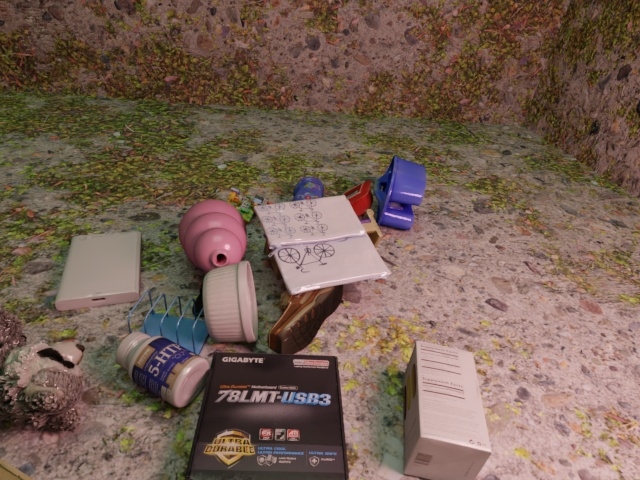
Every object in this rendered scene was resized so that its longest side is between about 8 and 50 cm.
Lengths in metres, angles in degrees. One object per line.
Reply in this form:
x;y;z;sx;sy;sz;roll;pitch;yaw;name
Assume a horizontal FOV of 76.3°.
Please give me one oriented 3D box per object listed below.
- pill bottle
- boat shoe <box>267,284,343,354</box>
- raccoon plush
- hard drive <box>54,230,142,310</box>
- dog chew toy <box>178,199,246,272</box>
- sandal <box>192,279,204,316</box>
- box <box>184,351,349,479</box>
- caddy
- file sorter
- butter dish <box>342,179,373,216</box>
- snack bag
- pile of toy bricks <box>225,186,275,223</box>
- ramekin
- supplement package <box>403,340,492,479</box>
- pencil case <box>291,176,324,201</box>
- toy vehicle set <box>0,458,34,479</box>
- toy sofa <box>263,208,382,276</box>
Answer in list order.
-0.354;0.277;0.904;0.187;0.112;0.112;20;36;19;pill bottle
-0.052;0.188;1.104;0.120;0.122;0.324;17;26;23;boat shoe
-0.674;0.336;0.767;0.299;0.216;0.446;39;73;19;raccoon plush
-0.644;0.078;1.212;0.203;0.040;0.307;-6;36;-19;hard drive
-0.309;-0.001;1.200;0.207;0.206;0.332;-5;19;-18;dog chew toy
-0.319;0.144;1.172;0.067;0.040;0.179;7;34;0;sandal
-0.101;0.370;0.854;0.296;0.073;0.293;5;35;-5;box
0.296;-0.193;1.617;0.179;0.241;0.341;15;34;3;caddy
-0.371;0.204;1.016;0.170;0.104;0.118;9;34;3;file sorter
0.154;-0.146;1.639;0.160;0.118;0.160;-27;20;27;butter dish
0.000;0.000;1.190;0.323;0.037;0.342;-8;50;-22;snack bag
-0.270;-0.111;1.530;0.212;0.118;0.105;22;74;4;pile of toy bricks
-0.225;0.159;1.031;0.109;0.207;0.207;-7;35;-5;ramekin
0.257;0.360;0.873;0.134;0.139;0.244;11;33;4;supplement package
-0.058;-0.136;1.569;0.133;0.119;0.306;10;33;-1;pencil case
-0.605;0.475;0.629;0.166;0.035;0.267;19;35;16;toy vehicle set
0.001;-0.017;1.338;0.363;0.150;0.177;-8;56;-22;toy sofa
